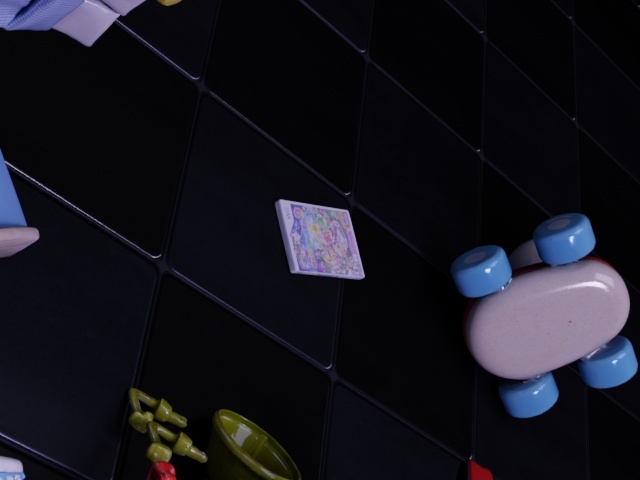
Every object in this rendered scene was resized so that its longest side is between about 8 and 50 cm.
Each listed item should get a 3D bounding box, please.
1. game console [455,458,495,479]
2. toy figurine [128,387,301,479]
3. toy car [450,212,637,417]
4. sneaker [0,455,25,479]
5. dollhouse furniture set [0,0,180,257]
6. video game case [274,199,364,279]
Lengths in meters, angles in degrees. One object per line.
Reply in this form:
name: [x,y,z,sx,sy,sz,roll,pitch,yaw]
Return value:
game console: [0.079,0.395,0.989,0.342,0.060,0.386,-73,178,-83]
toy figurine: [-0.087,0.306,1.067,0.191,0.217,0.362,16,11,-28]
toy car: [0.278,0.070,1.650,0.238,0.210,0.219,-97,164,-72]
sneaker: [-0.306,0.160,0.934,0.190,0.071,0.083,9,56,-48]
dollhouse furniture set: [-0.270,-0.120,0.950,0.286,0.303,0.198,-11,77,-53]
video game case: [0.000,0.000,1.452,0.122,0.011,0.087,7,63,-48]
